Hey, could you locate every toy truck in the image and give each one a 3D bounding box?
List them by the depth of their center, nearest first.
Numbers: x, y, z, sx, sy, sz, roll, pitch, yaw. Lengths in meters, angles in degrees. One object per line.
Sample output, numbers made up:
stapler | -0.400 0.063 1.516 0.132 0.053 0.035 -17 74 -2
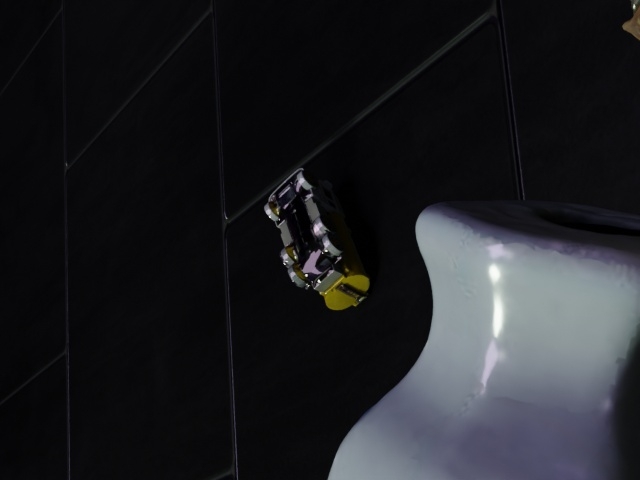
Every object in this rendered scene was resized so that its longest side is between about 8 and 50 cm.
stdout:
toy truck | 0.000 0.000 1.255 0.052 0.063 0.123 -42 44 23

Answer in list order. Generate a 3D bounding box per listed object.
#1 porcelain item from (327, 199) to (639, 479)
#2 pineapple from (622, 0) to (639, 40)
porcelain item | 0.112 0.187 0.805 0.178 0.242 0.405 17 103 37
pineapple | 0.229 -0.134 0.714 0.357 0.222 0.223 -125 47 -67
